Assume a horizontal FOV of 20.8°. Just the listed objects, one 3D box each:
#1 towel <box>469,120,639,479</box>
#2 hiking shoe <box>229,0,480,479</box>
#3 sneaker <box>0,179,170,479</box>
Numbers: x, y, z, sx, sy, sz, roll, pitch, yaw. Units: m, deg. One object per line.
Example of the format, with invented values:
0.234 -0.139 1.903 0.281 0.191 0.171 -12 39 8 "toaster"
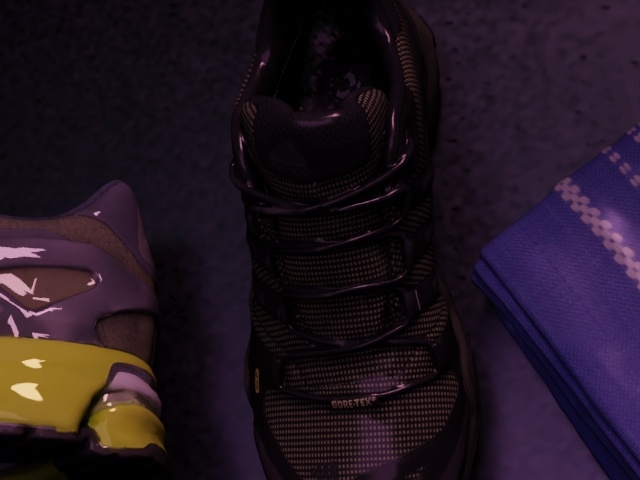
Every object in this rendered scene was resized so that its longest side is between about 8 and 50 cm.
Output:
0.244 0.001 0.567 0.336 0.040 0.243 -36 63 1 "towel"
0.000 0.000 0.597 0.086 0.114 0.227 -11 68 15 "hiking shoe"
-0.198 0.029 0.655 0.300 0.111 0.121 5 61 3 "sneaker"
